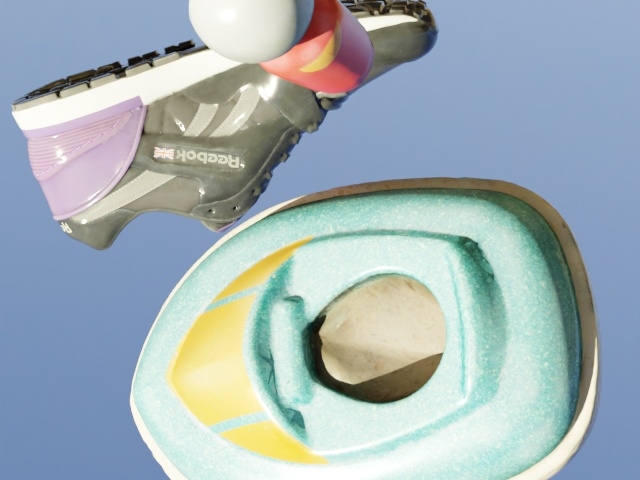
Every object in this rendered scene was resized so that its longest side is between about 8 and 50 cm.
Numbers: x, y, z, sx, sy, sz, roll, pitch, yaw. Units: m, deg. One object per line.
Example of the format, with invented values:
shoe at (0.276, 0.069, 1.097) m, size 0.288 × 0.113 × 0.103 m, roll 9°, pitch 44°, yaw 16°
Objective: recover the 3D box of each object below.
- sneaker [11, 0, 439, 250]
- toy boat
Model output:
sneaker at (-0.050, -0.076, 1.291) m, size 0.283 × 0.124 × 0.107 m, roll -15°, pitch -168°, yaw 10°
toy boat at (0.000, 0.000, 1.040) m, size 0.268 × 0.318 × 0.148 m, roll -17°, pitch 162°, yaw 21°
